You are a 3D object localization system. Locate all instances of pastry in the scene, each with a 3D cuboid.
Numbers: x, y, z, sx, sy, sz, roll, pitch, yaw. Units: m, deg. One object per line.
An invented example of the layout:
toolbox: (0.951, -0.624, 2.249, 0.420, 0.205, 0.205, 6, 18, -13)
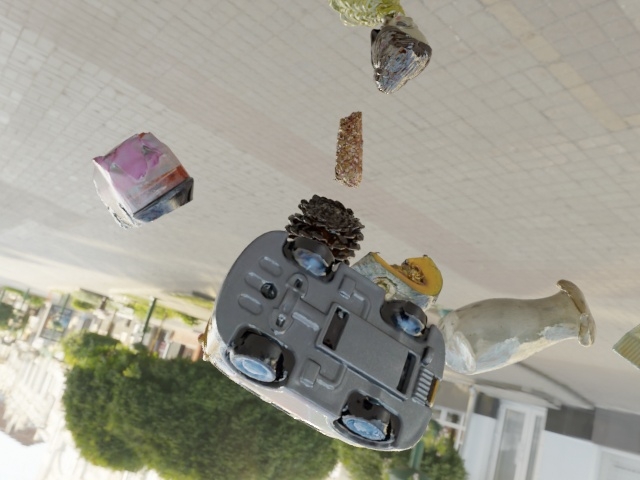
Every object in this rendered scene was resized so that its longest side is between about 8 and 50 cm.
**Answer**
pastry: (0.059, -0.195, 1.195, 0.063, 0.170, 0.087, 2, 168, 0)

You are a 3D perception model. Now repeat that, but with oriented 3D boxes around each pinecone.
pinecone: (-0.001, 0.007, 1.140, 0.162, 0.165, 0.163, 17, -155, -8)

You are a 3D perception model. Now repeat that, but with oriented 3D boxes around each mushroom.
mushroom: (0.260, 0.117, 0.751, 0.212, 0.088, 0.097, -10, -159, 5)

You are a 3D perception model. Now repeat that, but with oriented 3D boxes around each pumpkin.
pumpkin: (0.240, 0.105, 1.728, 0.280, 0.190, 0.139, 40, 131, -6)

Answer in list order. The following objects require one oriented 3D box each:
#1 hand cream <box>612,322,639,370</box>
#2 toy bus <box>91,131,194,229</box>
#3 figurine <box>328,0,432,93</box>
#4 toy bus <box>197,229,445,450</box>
hand cream: (0.176, -0.009, 0.163, 0.047, 0.174, 0.076, 37, -172, -36)
toy bus: (-0.333, -0.104, 1.030, 0.147, 0.127, 0.302, 58, 160, -13)
figurine: (0.128, -0.440, 1.107, 0.168, 0.315, 0.187, -31, 144, 14)
toy bus: (-0.007, 0.097, 0.508, 0.209, 0.126, 0.136, 33, 146, -11)
